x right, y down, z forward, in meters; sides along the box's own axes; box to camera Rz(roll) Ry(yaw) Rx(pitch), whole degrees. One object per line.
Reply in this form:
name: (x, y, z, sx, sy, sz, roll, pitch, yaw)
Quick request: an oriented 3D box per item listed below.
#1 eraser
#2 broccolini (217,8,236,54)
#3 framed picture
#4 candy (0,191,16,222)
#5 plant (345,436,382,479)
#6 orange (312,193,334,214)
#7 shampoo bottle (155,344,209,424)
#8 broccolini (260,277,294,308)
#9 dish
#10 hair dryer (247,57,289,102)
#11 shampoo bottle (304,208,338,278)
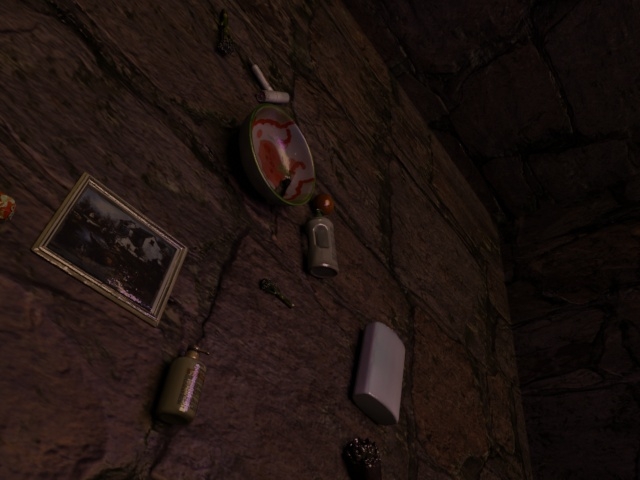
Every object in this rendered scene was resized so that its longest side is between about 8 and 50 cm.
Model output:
eraser: (0.200, 0.429, 1.626, 0.189, 0.104, 0.290, 52, 35, -28)
broccolini: (-0.315, -0.700, 1.662, 0.058, 0.067, 0.216, 36, 34, -44)
framed picture: (-0.423, 0.017, 1.056, 0.296, 0.019, 0.232, 43, 38, -33)
candy: (-0.610, -0.094, 0.835, 0.185, 0.049, 0.055, 39, 84, -27)
plant: (0.124, 0.632, 1.402, 0.095, 0.092, 0.143, -4, 79, -48)
orange: (0.011, -0.127, 1.736, 0.085, 0.085, 0.085, 34, 44, -41)
shampoo bottle: (-0.282, 0.292, 1.026, 0.079, 0.079, 0.161, 41, 39, -34)
broccolini: (-0.122, 0.156, 1.407, 0.140, 0.030, 0.035, 49, 44, -33)
dish: (-0.156, -0.248, 1.534, 0.324, 0.124, 0.324, 31, 51, -49)
hair dryer: (-0.197, -0.573, 1.758, 0.155, 0.044, 0.183, -21, 84, -60)
shampoo bottle: (0.000, 0.000, 1.627, 0.118, 0.087, 0.234, 27, 48, -46)
